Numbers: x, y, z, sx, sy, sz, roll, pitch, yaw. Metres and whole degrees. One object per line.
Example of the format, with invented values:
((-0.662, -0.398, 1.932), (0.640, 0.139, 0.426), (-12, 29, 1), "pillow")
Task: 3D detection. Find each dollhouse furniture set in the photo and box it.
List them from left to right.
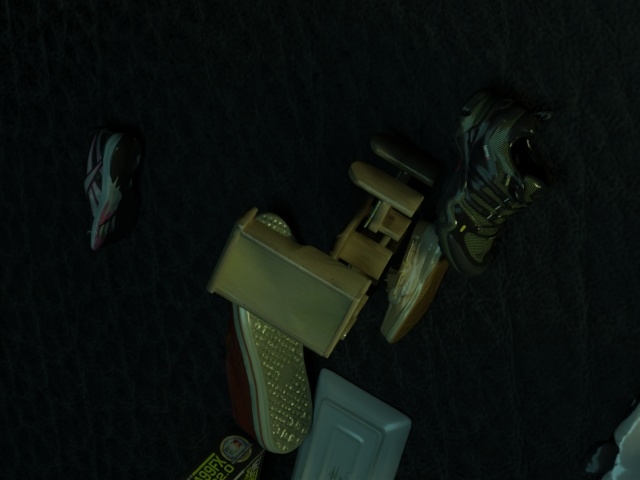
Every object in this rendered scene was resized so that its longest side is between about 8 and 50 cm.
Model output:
((0.000, 0.000, 1.874), (0.161, 0.242, 0.212), (31, 127, 5), "dollhouse furniture set")

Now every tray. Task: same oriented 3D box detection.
((0.026, 0.312, 2.143), (0.145, 0.030, 0.270), (28, 124, 21), "tray")

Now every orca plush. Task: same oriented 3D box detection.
((0.379, 0.295, 1.854), (0.151, 0.102, 0.287), (-5, 100, 8), "orca plush")

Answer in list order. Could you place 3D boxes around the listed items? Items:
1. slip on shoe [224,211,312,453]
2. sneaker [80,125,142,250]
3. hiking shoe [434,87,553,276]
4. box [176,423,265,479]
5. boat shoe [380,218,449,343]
((-0.081, 0.118, 2.077), (0.101, 0.123, 0.331), (18, 123, 41), "slip on shoe")
((-0.291, -0.076, 2.173), (0.077, 0.072, 0.178), (33, 119, 34), "sneaker")
((0.201, -0.053, 1.815), (0.114, 0.086, 0.227), (21, 121, 30), "hiking shoe")
((-0.176, 0.404, 2.169), (0.060, 0.216, 0.270), (33, 141, 17), "box")
((0.110, 0.047, 1.945), (0.059, 0.063, 0.170), (37, 118, 19), "boat shoe")
